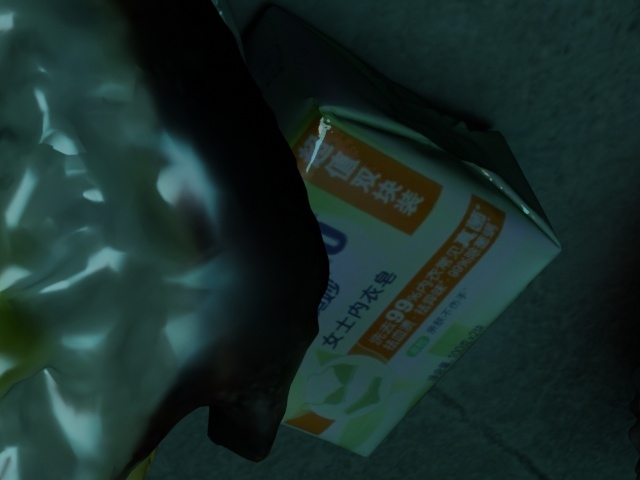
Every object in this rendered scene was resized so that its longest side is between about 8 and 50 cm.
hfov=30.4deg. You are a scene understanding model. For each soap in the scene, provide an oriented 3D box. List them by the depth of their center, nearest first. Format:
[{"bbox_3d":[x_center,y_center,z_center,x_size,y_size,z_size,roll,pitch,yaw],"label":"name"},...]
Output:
[{"bbox_3d":[0.000,0.000,0.687,0.182,0.138,0.199,26,116,-28],"label":"soap"}]

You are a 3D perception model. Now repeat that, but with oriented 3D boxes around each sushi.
[{"bbox_3d":[-0.163,-0.023,0.442,0.299,0.294,0.281,-6,103,-8],"label":"sushi"}]

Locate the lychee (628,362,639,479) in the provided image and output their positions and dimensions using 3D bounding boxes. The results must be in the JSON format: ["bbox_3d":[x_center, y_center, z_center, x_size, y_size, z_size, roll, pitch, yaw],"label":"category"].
[{"bbox_3d":[0.386,0.133,0.745,0.380,0.380,0.432,-37,146,13],"label":"lychee"}]

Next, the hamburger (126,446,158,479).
[{"bbox_3d":[-0.194,0.112,0.684,0.213,0.214,0.108,-25,127,4],"label":"hamburger"}]

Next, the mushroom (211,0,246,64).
[{"bbox_3d":[-0.153,-0.093,0.619,0.223,0.081,0.092,-12,152,-2],"label":"mushroom"}]
